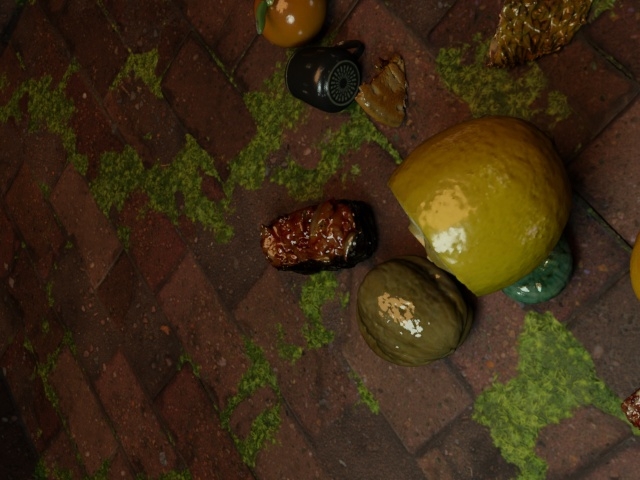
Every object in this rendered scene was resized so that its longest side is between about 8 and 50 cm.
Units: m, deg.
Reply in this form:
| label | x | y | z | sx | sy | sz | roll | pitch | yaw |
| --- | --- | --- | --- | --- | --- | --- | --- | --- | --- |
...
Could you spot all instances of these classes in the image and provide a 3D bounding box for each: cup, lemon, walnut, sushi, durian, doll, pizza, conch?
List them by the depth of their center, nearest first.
| label | x | y | z | sx | sy | sz | roll | pitch | yaw |
| --- | --- | --- | --- | --- | --- | --- | --- | --- | --- |
| lemon | 0.336 | -0.089 | 1.405 | 0.364 | 0.364 | 0.364 | -1 | 88 | 38 |
| conch | 0.465 | 0.055 | 1.534 | 0.188 | 0.122 | 0.176 | -45 | 46 | 26 |
| durian | 0.496 | -0.525 | 1.542 | 0.196 | 0.185 | 0.305 | 18 | 92 | 14 |
| walnut | 0.213 | 0.169 | 1.660 | 0.283 | 0.227 | 0.282 | -5 | 79 | 28 |
| pizza | 0.161 | -0.397 | 1.801 | 0.069 | 0.154 | 0.193 | -14 | 53 | 57 |
| sushi | 0.000 | 0.000 | 1.864 | 0.343 | 0.182 | 0.196 | -15 | 86 | 40 |
| cup | 0.021 | -0.455 | 1.887 | 0.177 | 0.169 | 0.223 | 23 | 68 | 44 |
| doll | -0.099 | -0.641 | 1.918 | 0.213 | 0.236 | 0.213 | 0 | 91 | 34 |

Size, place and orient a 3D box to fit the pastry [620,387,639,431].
| label | x | y | z | sx | sy | sz | roll | pitch | yaw |
| --- | --- | --- | --- | --- | --- | --- | --- | --- | --- |
| pastry | 0.689 | 0.303 | 1.362 | 0.208 | 0.115 | 0.097 | -46 | 50 | 30 |

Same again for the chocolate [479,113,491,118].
| label | x | y | z | sx | sy | sz | roll | pitch | yaw |
| --- | --- | --- | --- | --- | --- | --- | --- | --- | --- |
| chocolate | 0.388 | -0.164 | 1.610 | 0.110 | 0.110 | 0.248 | -5 | 86 | 38 |

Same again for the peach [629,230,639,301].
| label | x | y | z | sx | sy | sz | roll | pitch | yaw |
| --- | --- | --- | --- | --- | --- | --- | --- | --- | --- |
| peach | 0.708 | 0.021 | 1.247 | 0.289 | 0.289 | 0.307 | 16 | 105 | 37 |
